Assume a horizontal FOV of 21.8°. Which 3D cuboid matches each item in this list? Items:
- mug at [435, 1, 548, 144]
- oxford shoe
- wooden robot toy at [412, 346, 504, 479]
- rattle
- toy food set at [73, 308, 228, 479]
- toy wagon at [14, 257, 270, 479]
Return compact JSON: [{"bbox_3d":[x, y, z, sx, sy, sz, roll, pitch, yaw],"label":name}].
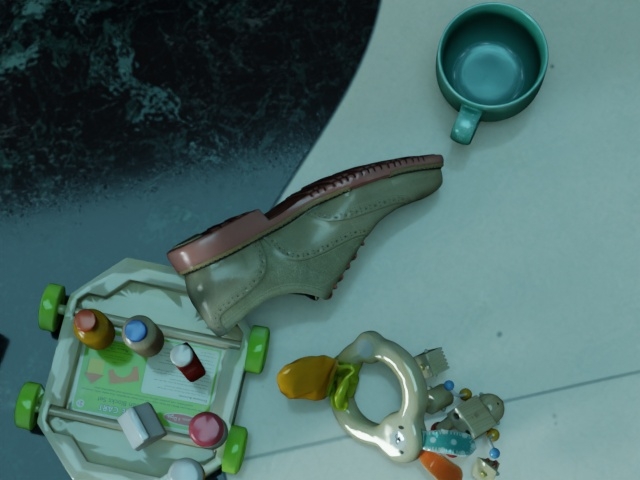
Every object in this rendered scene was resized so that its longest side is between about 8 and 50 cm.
[{"bbox_3d":[0.190,-0.198,1.972,0.158,0.097,0.129,-35,80,-5],"label":"mug"},{"bbox_3d":[0.000,0.000,1.926,0.348,0.123,0.130,-24,93,-15],"label":"oxford shoe"},{"bbox_3d":[0.173,0.198,1.921,0.079,0.076,0.173,-24,76,-39],"label":"wooden robot toy"},{"bbox_3d":[0.067,0.200,1.858,0.130,0.143,0.199,-39,71,13],"label":"rattle"},{"bbox_3d":[-0.180,0.165,1.836,0.111,0.104,0.232,-28,79,-4],"label":"toy food set"},{"bbox_3d":[-0.213,0.197,1.920,0.267,0.068,0.344,12,80,4],"label":"toy wagon"}]
